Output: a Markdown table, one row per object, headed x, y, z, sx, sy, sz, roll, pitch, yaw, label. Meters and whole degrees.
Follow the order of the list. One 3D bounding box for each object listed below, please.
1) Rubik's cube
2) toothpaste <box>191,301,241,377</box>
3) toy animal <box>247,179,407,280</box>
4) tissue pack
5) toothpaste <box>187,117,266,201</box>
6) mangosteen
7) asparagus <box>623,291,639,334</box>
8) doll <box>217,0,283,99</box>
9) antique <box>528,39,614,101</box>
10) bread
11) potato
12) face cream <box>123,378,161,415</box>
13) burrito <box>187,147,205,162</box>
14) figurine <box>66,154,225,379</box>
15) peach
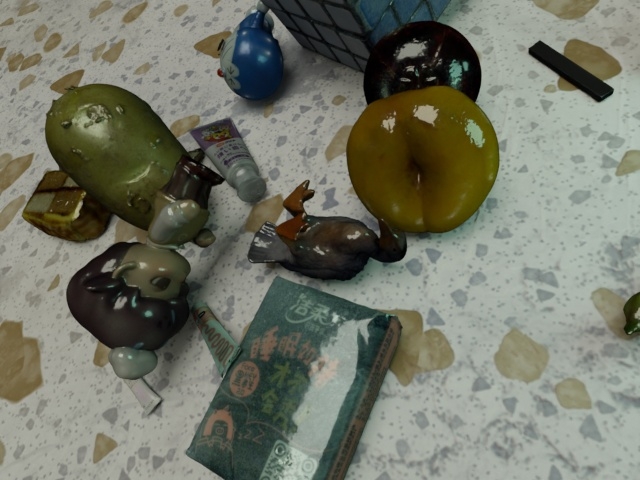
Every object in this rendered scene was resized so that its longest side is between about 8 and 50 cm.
| x | y | z | sx | sy | sz | roll | pitch | yaw | label |
| --- | --- | --- | --- | --- | --- | --- | --- | --- | --- |
| 0.067 | -0.600 | 0.925 | 0.343 | 0.337 | 0.344 | 37 | 94 | 33 | Rubik's cube |
| -0.186 | 0.163 | 0.770 | 0.056 | 0.036 | 0.205 | -61 | 33 | 0 | toothpaste |
| 0.000 | 0.000 | 0.757 | 0.298 | 0.185 | 0.122 | -17 | 55 | 42 | toy animal |
| -0.036 | 0.231 | 0.682 | 0.227 | 0.103 | 0.316 | 17 | 71 | 27 | tissue pack |
| -0.211 | -0.201 | 1.011 | 0.114 | 0.073 | 0.299 | -24 | 51 | -15 | toothpaste |
| 0.195 | -0.298 | 0.838 | 0.216 | 0.216 | 0.216 | -9 | 60 | 16 | mangosteen |
| 0.527 | 0.018 | 0.593 | 0.343 | 0.085 | 0.082 | -45 | 53 | -5 | asparagus |
| -0.172 | -0.467 | 1.084 | 0.161 | 0.215 | 0.257 | 6 | 47 | -18 | doll |
| 0.474 | -0.327 | 0.845 | 0.031 | 0.015 | 0.192 | -32 | 55 | 3 | antique |
| -0.620 | -0.093 | 1.096 | 0.222 | 0.096 | 0.181 | 4 | 62 | 24 | bread |
| -0.393 | -0.166 | 0.919 | 0.359 | 0.270 | 0.219 | 43 | 87 | 8 | potato |
| -0.339 | 0.275 | 0.825 | 0.115 | 0.020 | 0.038 | 35 | 78 | 30 | face cream |
| -0.346 | -0.183 | 1.068 | 0.149 | 0.041 | 0.055 | -16 | 68 | 9 | burrito |
| -0.279 | 0.040 | 0.804 | 0.365 | 0.206 | 0.218 | -48 | 14 | 0 | figurine |
| 0.166 | -0.128 | 0.735 | 0.251 | 0.153 | 0.251 | 7 | 109 | 21 | peach |
